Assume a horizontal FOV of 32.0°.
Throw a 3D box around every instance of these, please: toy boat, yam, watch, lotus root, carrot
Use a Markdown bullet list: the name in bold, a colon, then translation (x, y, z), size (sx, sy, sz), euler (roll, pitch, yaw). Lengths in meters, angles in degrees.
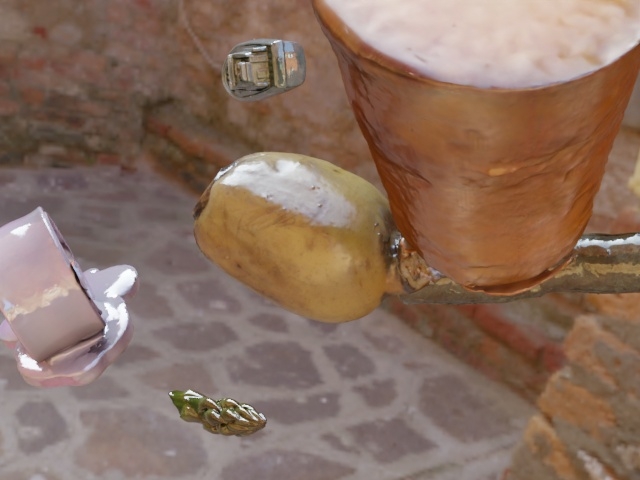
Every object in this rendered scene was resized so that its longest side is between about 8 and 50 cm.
- **toy boat**: translation (-0.088, -0.214, 1.407), size (0.085, 0.078, 0.260), euler (-7, 7, -18)
- **yam**: translation (0.191, 0.023, 0.968), size (0.252, 0.061, 0.061), euler (-4, 16, 17)
- **watch**: translation (-0.357, 0.057, 1.483), size (0.210, 0.218, 0.248), euler (-27, 32, -8)
- **lotus root**: translation (0.000, 0.000, 0.912), size (0.220, 0.125, 0.118), euler (21, 3, 10)
- **carrot**: translation (0.098, -0.074, 0.699), size (0.195, 0.254, 0.196), euler (-3, 53, 4)

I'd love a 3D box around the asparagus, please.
- **asparagus**: translation (-0.198, 0.338, 2.157), size (0.287, 0.080, 0.080), euler (-1, 8, 45)
